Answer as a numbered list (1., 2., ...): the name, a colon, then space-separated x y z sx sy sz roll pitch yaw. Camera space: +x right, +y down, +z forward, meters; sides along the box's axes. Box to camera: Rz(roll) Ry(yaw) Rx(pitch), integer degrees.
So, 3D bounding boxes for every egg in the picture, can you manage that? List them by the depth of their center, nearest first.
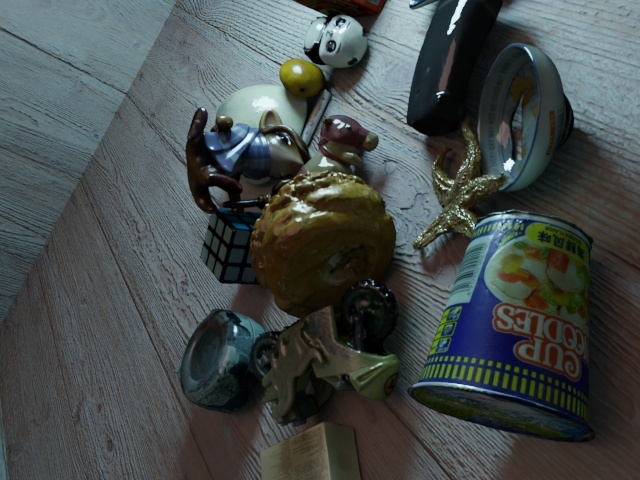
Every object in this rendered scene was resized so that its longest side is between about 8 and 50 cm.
1. egg: -0.208 -0.338 1.898 0.337 0.201 0.336 -33 46 44

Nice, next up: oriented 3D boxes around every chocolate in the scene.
1. chocolate: 0.040 -0.718 1.799 0.235 0.238 0.107 14 92 51

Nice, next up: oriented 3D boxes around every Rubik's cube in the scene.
1. Rubik's cube: -0.213 0.017 1.727 0.162 0.161 0.163 36 115 51

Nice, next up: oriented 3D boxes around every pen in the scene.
1. pen: -0.036 -0.310 1.827 0.033 0.033 0.268 25 89 52

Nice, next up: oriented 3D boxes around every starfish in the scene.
1. starfish: 0.289 -0.092 1.272 0.299 0.060 0.302 -66 21 9

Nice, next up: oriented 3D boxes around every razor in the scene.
1. razor: 0.287 -0.405 1.406 0.204 0.114 0.348 177 113 -74

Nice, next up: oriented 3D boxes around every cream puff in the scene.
1. cream puff: 0.000 0.000 1.421 0.231 0.327 0.342 -120 25 -44

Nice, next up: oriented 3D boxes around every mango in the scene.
1. mango: -0.054 -0.477 1.849 0.227 0.136 0.099 -100 29 -68

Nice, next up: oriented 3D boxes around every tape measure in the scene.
1. tape measure: -0.250 0.310 1.656 0.256 0.147 0.275 -61 34 2

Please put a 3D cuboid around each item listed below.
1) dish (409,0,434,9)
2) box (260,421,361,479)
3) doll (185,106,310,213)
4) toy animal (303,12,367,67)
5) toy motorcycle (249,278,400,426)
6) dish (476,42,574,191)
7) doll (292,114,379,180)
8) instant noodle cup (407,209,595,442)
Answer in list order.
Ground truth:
1. dish: 0.331 -0.663 1.535 0.243 0.080 0.181 -2 74 57
2. box: -0.023 0.496 1.326 0.212 0.095 0.168 -35 45 34
3. doll: -0.186 -0.200 1.653 0.209 0.340 0.317 27 125 46
4. toy animal: 0.050 -0.565 1.777 0.179 0.138 0.165 30 101 54
5. toy motorcycle: 0.013 0.252 1.345 0.410 0.169 0.236 -31 68 34
6. dish: 0.403 -0.222 1.190 0.273 0.134 0.273 -177 90 -81
7. doll: 0.031 -0.182 1.587 0.152 0.196 0.255 33 94 14
8. instant noodle cup: 0.311 0.131 1.022 0.284 0.284 0.312 -7 58 48
